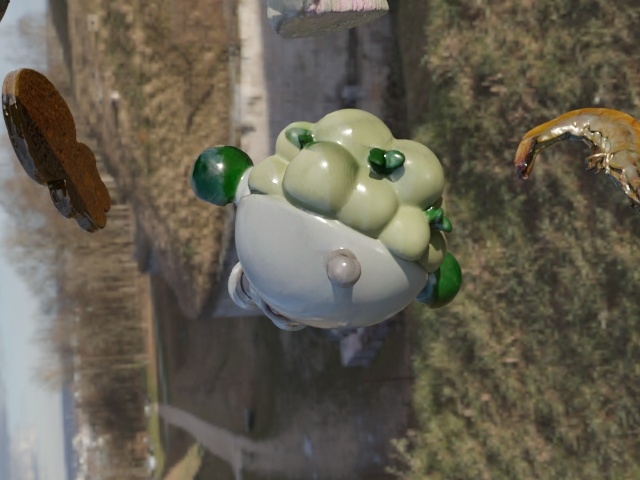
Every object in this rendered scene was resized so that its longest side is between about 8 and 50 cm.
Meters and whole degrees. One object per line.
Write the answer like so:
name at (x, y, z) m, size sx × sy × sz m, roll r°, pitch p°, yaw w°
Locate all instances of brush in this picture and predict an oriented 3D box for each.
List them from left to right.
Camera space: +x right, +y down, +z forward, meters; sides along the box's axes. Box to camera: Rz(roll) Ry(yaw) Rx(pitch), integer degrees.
brush at (-0.015, -0.356, 1.211) m, size 0.266 × 0.174 × 0.166 m, roll -7°, pitch -92°, yaw -79°

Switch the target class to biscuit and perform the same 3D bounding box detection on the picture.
biscuit at (-0.258, -0.084, 0.947) m, size 0.124 × 0.026 × 0.175 m, roll -90°, pitch -21°, yaw -55°

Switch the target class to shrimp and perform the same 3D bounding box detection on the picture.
shrimp at (0.176, -0.043, 0.624) m, size 0.127 × 0.091 × 0.025 m, roll -108°, pitch 3°, yaw -49°

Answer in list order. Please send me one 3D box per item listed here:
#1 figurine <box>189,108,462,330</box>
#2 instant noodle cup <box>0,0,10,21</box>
figurine at (0.001, -0.001, 0.490) m, size 0.094 × 0.147 × 0.197 m, roll -67°, pitch 9°, yaw -10°
instant noodle cup at (-0.334, -0.181, 0.637) m, size 0.231 × 0.242 × 0.243 m, roll -68°, pitch -15°, yaw -66°
